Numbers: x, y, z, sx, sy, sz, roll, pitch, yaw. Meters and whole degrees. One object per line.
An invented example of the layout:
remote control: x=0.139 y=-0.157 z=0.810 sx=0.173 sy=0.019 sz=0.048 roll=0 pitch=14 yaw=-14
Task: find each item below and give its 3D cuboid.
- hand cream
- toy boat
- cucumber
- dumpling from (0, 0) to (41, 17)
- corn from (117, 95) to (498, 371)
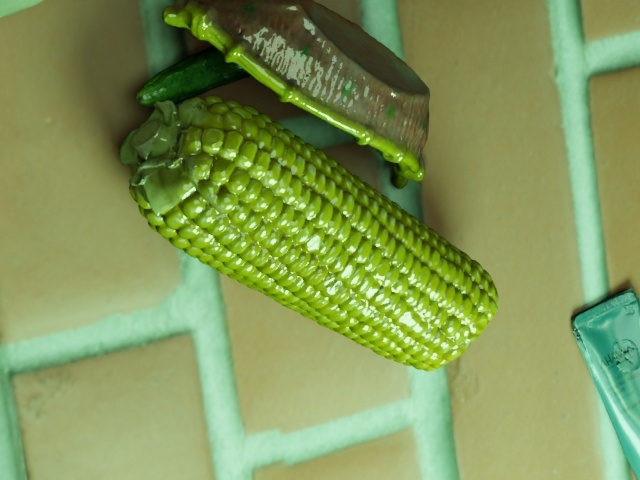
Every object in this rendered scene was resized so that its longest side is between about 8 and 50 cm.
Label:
hand cream: x=0.322 y=0.164 z=1.811 sx=0.083 sy=0.048 sz=0.224 roll=-26 pitch=101 yaw=-20
toy boat: x=0.006 y=-0.141 z=1.558 sx=0.099 sy=0.141 sz=0.318 roll=-38 pitch=132 yaw=22
cucumber: x=-0.093 y=-0.151 z=1.565 sx=0.168 sy=0.039 sz=0.039 roll=-25 pitch=106 yaw=-29
dumpling: x=-0.258 y=-0.237 z=1.423 sx=0.199 sy=0.136 sz=0.118 roll=-42 pitch=105 yaw=-28
corn: x=0.000 y=0.000 z=1.573 sx=0.387 sy=0.144 sz=0.144 roll=31 pitch=81 yaw=-24
